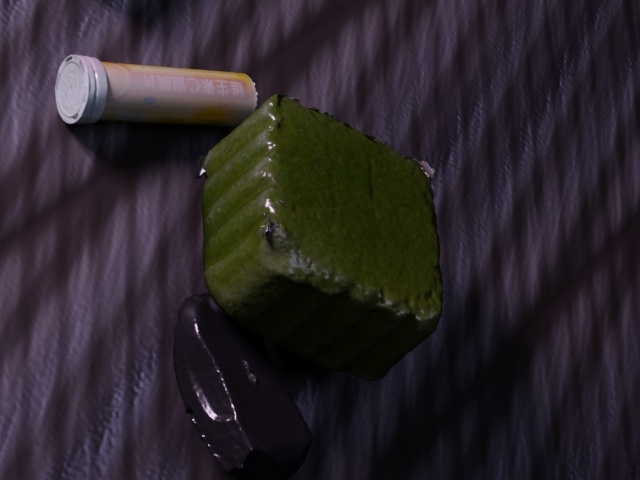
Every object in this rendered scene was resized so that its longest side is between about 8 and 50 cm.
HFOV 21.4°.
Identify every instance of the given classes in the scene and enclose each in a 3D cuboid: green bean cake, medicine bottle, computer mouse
[{"bbox_3d":[0.000,0.000,1.808,0.247,0.156,0.250,25,44,-29],"label":"green bean cake"},{"bbox_3d":[-0.175,-0.158,1.831,0.218,0.074,0.074,0,72,-37],"label":"medicine bottle"},{"bbox_3d":[-0.092,0.157,1.749,0.122,0.073,0.217,0,56,-50],"label":"computer mouse"}]
